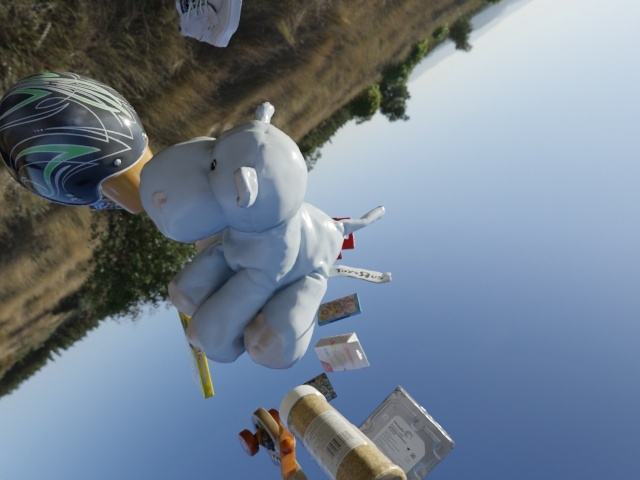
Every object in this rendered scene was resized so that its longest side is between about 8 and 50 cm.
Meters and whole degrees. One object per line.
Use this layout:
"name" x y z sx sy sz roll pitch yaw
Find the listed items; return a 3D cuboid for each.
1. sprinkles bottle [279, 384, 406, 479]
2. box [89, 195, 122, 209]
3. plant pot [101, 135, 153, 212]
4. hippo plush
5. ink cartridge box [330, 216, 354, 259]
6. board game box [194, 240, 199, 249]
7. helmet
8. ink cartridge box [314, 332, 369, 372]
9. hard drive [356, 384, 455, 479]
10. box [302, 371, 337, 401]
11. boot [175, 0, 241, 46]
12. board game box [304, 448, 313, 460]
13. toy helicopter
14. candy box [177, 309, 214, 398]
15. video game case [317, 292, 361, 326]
"sprinkles bottle" 0.033 0.461 0.932 0.121 0.121 0.355 -37 -154 -20
"box" -0.647 -0.182 1.380 0.159 0.044 0.233 -1 -145 -1
"plant pot" -0.509 -0.179 1.076 0.205 0.188 0.205 -16 -137 15
"hippo plush" -0.073 0.000 0.466 0.294 0.237 0.234 -6 -125 9
"ink cartridge box" 0.000 0.000 1.445 0.231 0.134 0.078 -5 152 3
"board game box" -0.381 -0.041 1.271 0.045 0.194 0.147 -27 180 -10
"helmet" -0.333 -0.143 0.559 0.161 0.169 0.169 -37 -174 36
"ink cartridge box" 0.088 0.413 1.524 0.198 0.115 0.067 -18 -168 35
"hard drive" 0.214 0.661 1.288 0.339 0.237 0.064 -45 163 0
"box" -0.004 0.530 1.464 0.094 0.027 0.137 -26 -164 -8
"boot" -0.251 -0.503 0.903 0.123 0.095 0.258 0 179 -23
"board game box" 0.002 0.575 1.165 0.090 0.020 0.090 -20 180 -17
"toy helicopter" -0.093 0.660 1.245 0.140 0.355 0.235 -27 157 -36
"candy box" -0.298 0.261 0.981 0.027 0.206 0.105 -15 -166 -28
"video game case" 0.068 0.259 1.558 0.166 0.015 0.119 -19 -155 7
